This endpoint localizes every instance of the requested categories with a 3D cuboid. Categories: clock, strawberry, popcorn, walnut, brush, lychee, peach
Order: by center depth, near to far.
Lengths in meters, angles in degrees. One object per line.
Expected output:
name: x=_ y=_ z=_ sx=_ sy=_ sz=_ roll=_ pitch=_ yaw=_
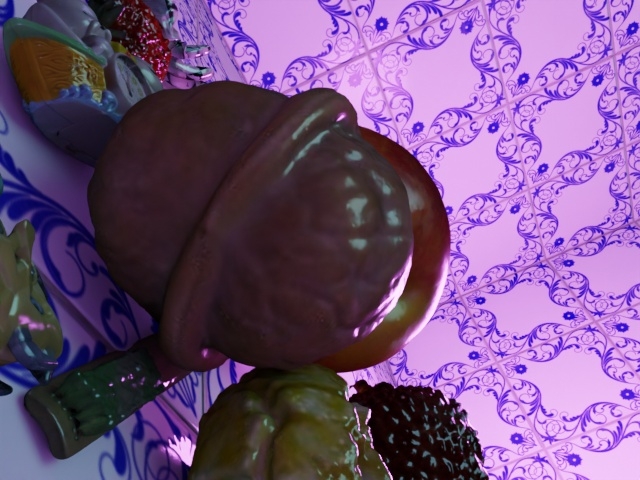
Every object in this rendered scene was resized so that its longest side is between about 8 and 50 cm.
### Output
brush: x=-0.152 y=0.112 z=0.522 sx=0.282 sy=0.048 sz=0.054 roll=10 pitch=55 yaw=-86
popcorn: x=-0.026 y=0.213 z=0.535 sx=0.221 sy=0.184 sz=0.204 roll=-109 pitch=-160 yaw=-53
walnut: x=-0.061 y=-0.014 z=0.562 sx=0.296 sy=0.285 sz=0.285 roll=30 pitch=2 yaw=7
clock: x=-0.229 y=-0.157 z=0.619 sx=0.231 sy=0.103 sz=0.144 roll=51 pitch=25 yaw=-65
strawberry: x=-0.273 y=-0.297 z=0.894 sx=0.140 sy=0.085 sz=0.192 roll=-107 pitch=173 yaw=-65
peach: x=0.000 y=0.000 z=0.899 sx=0.388 sy=0.388 sz=0.388 roll=-24 pitch=90 yaw=-84
lychee: x=0.115 y=0.335 z=0.935 sx=0.300 sy=0.264 sz=0.264 roll=62 pitch=2 yaw=38

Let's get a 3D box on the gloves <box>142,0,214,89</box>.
gloves: x=-0.260 y=-0.324 z=1.024 sx=0.111 sy=0.128 sz=0.212 roll=-37 pitch=130 yaw=-40

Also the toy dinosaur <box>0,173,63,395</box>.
toy dinosaur: x=-0.204 y=-0.011 z=0.259 sx=0.153 sy=0.094 sz=0.259 roll=59 pitch=0 yaw=18
